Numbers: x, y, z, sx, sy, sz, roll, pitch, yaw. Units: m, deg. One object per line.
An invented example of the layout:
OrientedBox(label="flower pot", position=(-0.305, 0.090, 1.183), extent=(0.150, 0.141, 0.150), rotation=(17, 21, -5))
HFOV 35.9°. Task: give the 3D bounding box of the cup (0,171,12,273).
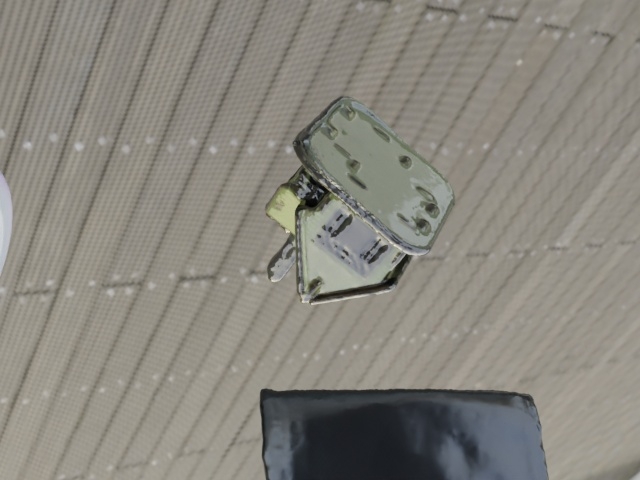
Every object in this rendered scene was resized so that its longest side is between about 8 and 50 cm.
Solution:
OrientedBox(label="cup", position=(-0.401, -0.036, 0.595), extent=(0.253, 0.371, 0.253), rotation=(-61, 173, -14))

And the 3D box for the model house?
OrientedBox(label="model house", position=(0.000, 0.000, 1.234), extent=(0.279, 0.205, 0.218), rotation=(-49, -179, 30))

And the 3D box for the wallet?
OrientedBox(label="wallet", position=(0.082, 0.261, 0.701), extent=(0.247, 0.323, 0.041), rotation=(5, 152, -25))
